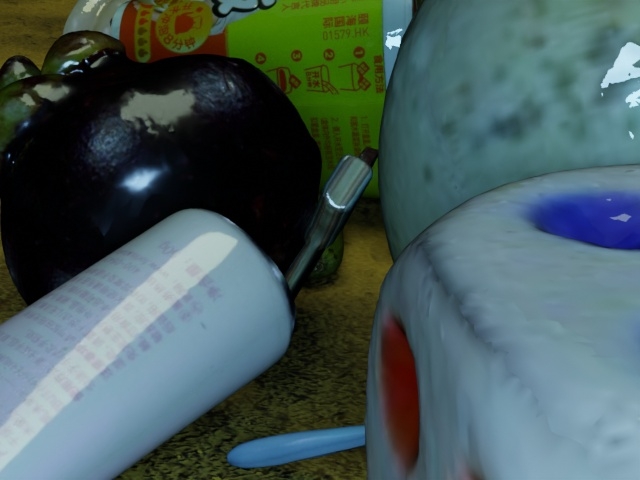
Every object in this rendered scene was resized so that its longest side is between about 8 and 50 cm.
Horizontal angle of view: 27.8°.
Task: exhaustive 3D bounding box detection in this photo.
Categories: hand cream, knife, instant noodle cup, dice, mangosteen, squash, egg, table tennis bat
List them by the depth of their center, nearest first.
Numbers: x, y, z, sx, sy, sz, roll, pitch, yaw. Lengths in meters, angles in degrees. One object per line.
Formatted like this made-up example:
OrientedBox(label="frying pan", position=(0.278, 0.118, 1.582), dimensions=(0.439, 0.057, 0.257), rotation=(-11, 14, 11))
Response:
OrientedBox(label="dice", position=(0.190, 0.133, 0.511), dimensions=(0.304, 0.277, 0.304), rotation=(-4, 22, -8))
OrientedBox(label="knife", position=(0.063, 0.109, 0.747), dimensions=(0.313, 0.019, 0.044), rotation=(-17, -22, 39))
OrientedBox(label="hand cream", position=(-0.174, 0.108, 0.772), dimensions=(0.358, 0.118, 0.185), rotation=(-34, 39, -30))
OrientedBox(label="egg", position=(0.207, -0.045, 0.806), dimensions=(0.345, 0.428, 0.345), rotation=(-5, 61, 9))
OrientedBox(label="table tennis bat", position=(0.000, 0.000, 0.918), dimensions=(0.022, 0.173, 0.301), rotation=(31, -13, 2))
OrientedBox(label="mangosteen", position=(-0.147, -0.044, 1.034), dimensions=(0.287, 0.233, 0.288), rotation=(-1, 28, 0))
OrientedBox(label="squash", position=(-0.001, -0.010, 1.198), dimensions=(0.052, 0.052, 0.183), rotation=(3, 18, 3))
OrientedBox(label="instant noodle cup", position=(-0.039, -0.165, 1.339), dimensions=(0.307, 0.294, 0.294), rotation=(-2, 20, 10))

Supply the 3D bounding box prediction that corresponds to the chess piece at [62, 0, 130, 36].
OrientedBox(label="chess piece", position=(-0.157, -0.220, 1.610), dimensions=(0.299, 0.167, 0.167), rotation=(15, 24, 21))
